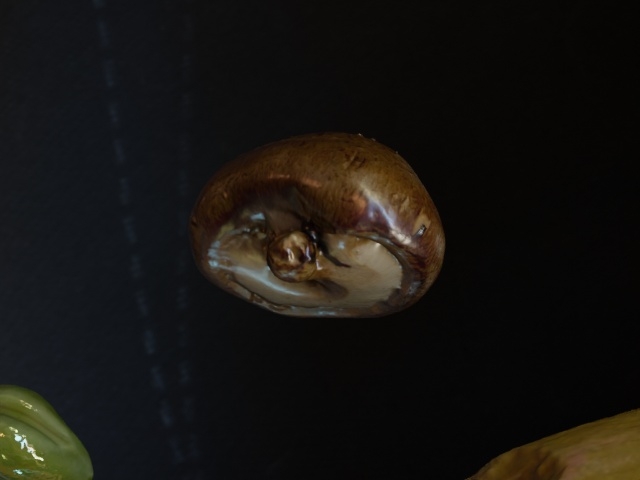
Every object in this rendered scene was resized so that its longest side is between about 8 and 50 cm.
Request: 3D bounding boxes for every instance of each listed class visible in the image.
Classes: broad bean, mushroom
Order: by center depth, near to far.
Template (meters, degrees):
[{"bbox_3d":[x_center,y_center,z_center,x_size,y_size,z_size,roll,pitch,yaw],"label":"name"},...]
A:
[{"bbox_3d":[-0.144,0.107,0.837,0.063,0.045,0.083,-7,132,15],"label":"broad bean"},{"bbox_3d":[0.001,-0.014,1.483,0.231,0.194,0.138,-2,74,26],"label":"mushroom"}]

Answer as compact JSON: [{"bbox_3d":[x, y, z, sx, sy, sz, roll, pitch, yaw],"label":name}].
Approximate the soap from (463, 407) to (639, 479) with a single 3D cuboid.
[{"bbox_3d":[0.244,0.241,1.393,0.427,0.306,0.115,-19,109,8],"label":"soap"}]
